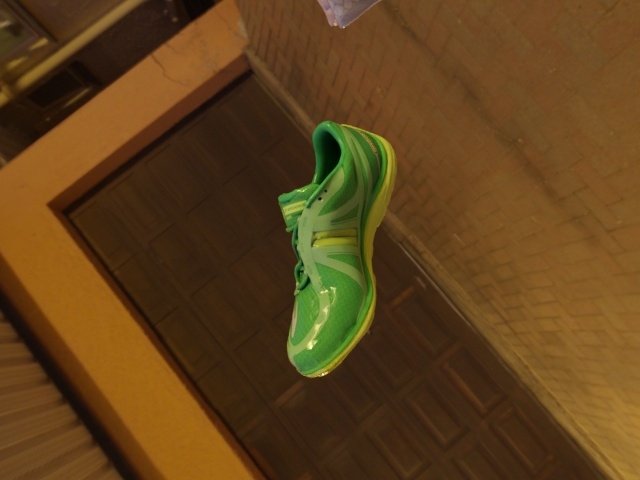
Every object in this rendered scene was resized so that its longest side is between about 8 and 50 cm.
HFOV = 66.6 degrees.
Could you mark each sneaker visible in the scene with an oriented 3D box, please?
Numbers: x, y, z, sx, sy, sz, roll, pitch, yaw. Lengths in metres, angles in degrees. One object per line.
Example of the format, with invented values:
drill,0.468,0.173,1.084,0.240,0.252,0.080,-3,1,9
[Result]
sneaker,0.000,0.000,0.540,0.124,0.295,0.109,24,155,-28

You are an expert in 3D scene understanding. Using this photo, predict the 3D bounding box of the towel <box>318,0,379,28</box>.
towel,0.086,-0.519,0.669,0.317,0.332,0.053,57,175,-37
